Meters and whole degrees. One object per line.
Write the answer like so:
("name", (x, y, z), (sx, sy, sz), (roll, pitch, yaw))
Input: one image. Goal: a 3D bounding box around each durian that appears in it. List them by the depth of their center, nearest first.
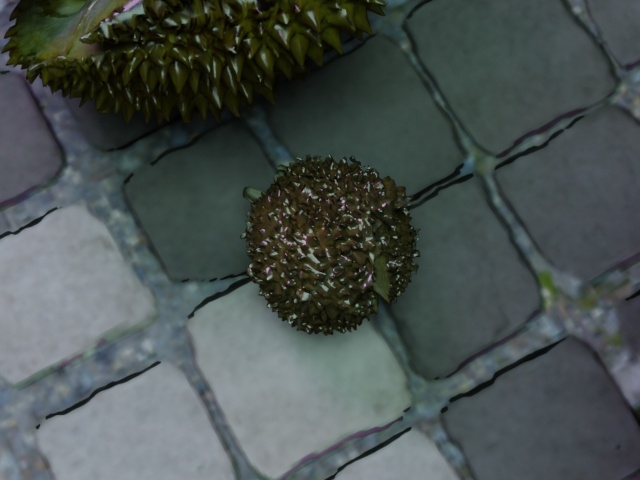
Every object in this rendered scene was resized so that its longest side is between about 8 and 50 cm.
("durian", (0.000, 0.000, 0.477), (0.091, 0.080, 0.080), (26, 76, 22))
("durian", (-0.040, -0.151, 0.477), (0.237, 0.138, 0.193), (-16, 73, -3))
